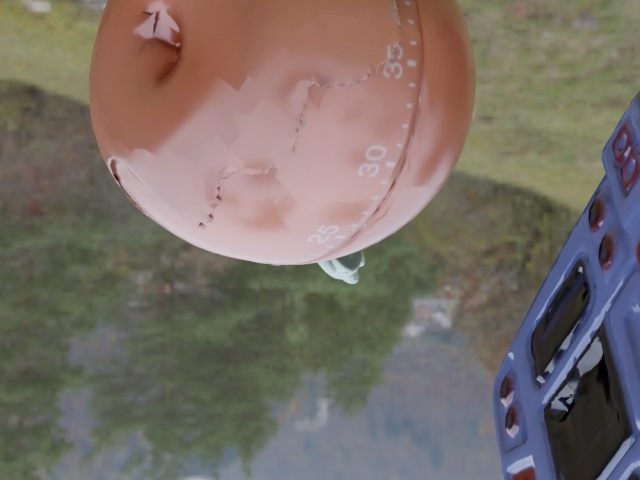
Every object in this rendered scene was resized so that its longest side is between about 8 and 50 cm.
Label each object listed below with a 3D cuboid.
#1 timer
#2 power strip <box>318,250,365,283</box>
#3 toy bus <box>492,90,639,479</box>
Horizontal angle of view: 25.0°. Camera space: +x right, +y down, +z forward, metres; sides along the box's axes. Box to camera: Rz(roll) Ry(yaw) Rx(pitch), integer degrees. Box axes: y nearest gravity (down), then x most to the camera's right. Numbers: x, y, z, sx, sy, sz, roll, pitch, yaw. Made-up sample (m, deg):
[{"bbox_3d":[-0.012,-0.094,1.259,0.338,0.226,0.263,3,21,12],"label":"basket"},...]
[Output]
[{"bbox_3d":[-0.024,-0.099,0.895,0.230,0.229,0.215,-5,172,42],"label":"timer"},{"bbox_3d":[0.000,0.000,1.137,0.035,0.055,0.083,-28,115,35],"label":"power strip"},{"bbox_3d":[0.197,0.062,0.354,0.292,0.125,0.133,12,132,-15],"label":"toy bus"}]
